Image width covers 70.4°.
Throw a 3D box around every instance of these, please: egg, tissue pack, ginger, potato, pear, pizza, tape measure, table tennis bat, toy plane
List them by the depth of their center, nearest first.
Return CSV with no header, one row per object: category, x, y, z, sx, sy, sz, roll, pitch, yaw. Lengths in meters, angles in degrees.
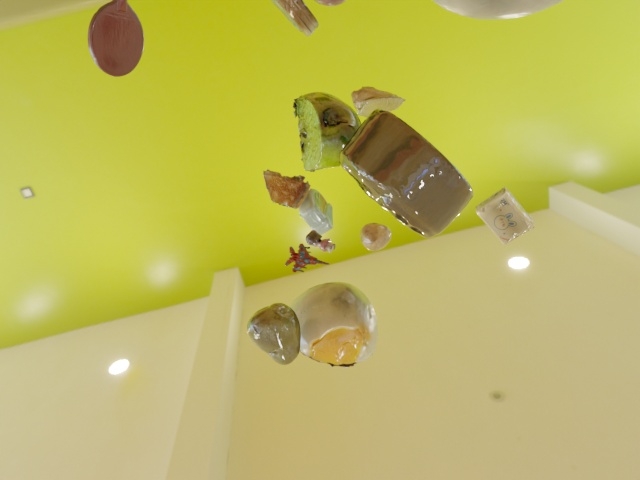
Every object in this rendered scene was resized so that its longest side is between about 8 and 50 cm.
pear,0.035,-0.332,1.332,0.164,0.238,0.255,-10,-173,-17
potato,-0.130,0.287,1.382,0.157,0.193,0.157,-25,-173,3
table tennis bat,-0.643,-0.681,1.449,0.038,0.309,0.200,24,-157,22
egg,0.061,0.248,1.529,0.338,0.200,0.336,13,-141,-11
ginger,0.203,-0.509,1.635,0.193,0.115,0.122,-10,-121,-26
potato,0.197,-0.013,1.645,0.112,0.111,0.147,-5,175,20
tissue pack,0.760,-0.100,1.875,0.148,0.196,0.092,-39,-173,30
toy plane,-0.052,0.083,1.913,0.190,0.129,0.061,13,165,8
pizza,-0.153,-0.221,1.970,0.227,0.147,0.069,14,-177,19
tape measure,-0.029,-0.160,2.471,0.125,0.246,0.243,-32,-149,20

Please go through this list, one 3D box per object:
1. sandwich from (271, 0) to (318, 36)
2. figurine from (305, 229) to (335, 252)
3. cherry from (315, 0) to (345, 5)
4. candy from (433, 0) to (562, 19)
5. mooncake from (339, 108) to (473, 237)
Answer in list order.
sandwich,-0.127,-1.092,2.144,0.095,0.249,0.273,-43,-146,12
figurine,0.000,0.000,1.817,0.129,0.054,0.072,23,-119,27
cherry,0.028,-0.944,1.522,0.307,0.261,0.221,-54,-159,1
candy,0.451,-0.679,1.078,0.428,0.186,0.386,8,163,-16
mooncake,0.176,-0.135,0.975,0.155,0.284,0.284,-50,-158,7
